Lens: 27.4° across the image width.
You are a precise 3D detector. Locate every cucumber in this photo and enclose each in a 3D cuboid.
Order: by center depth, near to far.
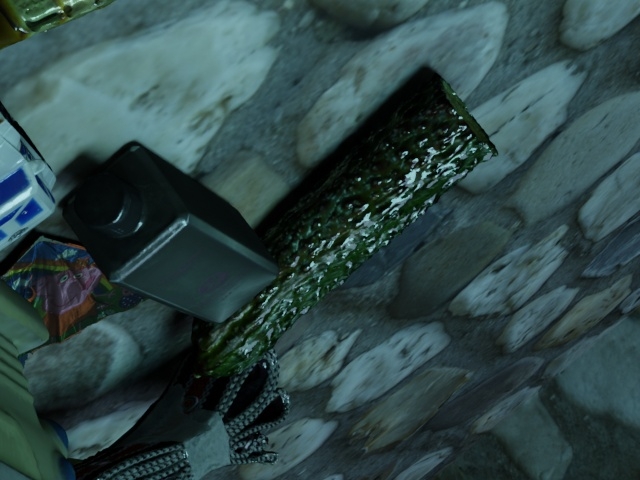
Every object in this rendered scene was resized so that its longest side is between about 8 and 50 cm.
[{"bbox_3d":[0.000,0.000,1.194,0.359,0.096,0.096,-41,160,16],"label":"cucumber"}]

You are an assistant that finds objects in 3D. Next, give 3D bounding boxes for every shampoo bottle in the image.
[{"bbox_3d":[-0.115,-0.002,1.008,0.080,0.079,0.246,-41,159,5],"label":"shampoo bottle"}]

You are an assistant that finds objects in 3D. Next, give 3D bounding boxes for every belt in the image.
[{"bbox_3d":[-0.146,0.203,1.223,0.094,0.126,0.359,-4,-165,29],"label":"belt"}]

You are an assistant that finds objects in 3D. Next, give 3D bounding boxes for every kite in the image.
[{"bbox_3d":[-0.229,0.057,1.044,0.321,0.016,0.234,-26,155,-31],"label":"kite"}]

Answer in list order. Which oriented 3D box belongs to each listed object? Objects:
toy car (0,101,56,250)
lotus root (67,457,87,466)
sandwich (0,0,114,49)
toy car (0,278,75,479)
[{"bbox_3d":[-0.204,-0.034,0.780,0.080,0.070,0.170,-36,171,-7],"label":"toy car"},{"bbox_3d":[-0.297,0.280,1.302,0.179,0.080,0.089,-43,168,-18],"label":"lotus root"},{"bbox_3d":[-0.170,-0.157,0.675,0.079,0.113,0.163,-29,-167,-25],"label":"sandwich"},{"bbox_3d":[-0.344,0.156,0.830,0.336,0.226,0.242,-23,148,10],"label":"toy car"}]
